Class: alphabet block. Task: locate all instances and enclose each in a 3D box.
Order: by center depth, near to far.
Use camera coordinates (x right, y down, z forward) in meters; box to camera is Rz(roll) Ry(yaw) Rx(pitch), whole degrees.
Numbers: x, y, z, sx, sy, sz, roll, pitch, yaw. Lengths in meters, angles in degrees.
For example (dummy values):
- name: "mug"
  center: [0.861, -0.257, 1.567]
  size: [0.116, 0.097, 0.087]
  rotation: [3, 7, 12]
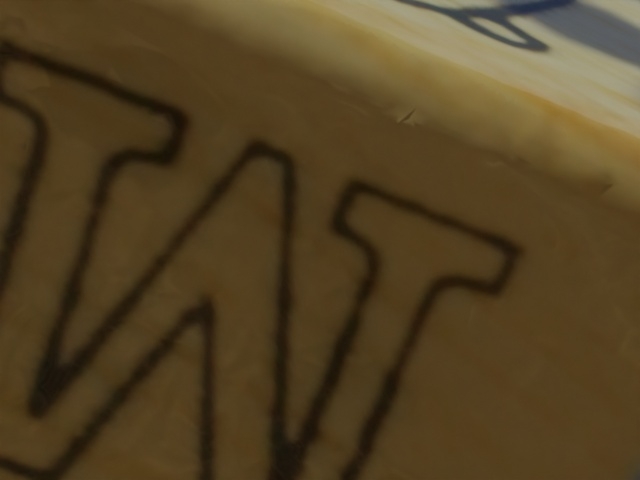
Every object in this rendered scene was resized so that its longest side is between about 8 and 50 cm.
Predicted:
- name: "alphabet block"
  center: [0.000, 0.000, 0.519]
  size: [0.197, 0.192, 0.193]
  rotation: [22, -66, -1]
